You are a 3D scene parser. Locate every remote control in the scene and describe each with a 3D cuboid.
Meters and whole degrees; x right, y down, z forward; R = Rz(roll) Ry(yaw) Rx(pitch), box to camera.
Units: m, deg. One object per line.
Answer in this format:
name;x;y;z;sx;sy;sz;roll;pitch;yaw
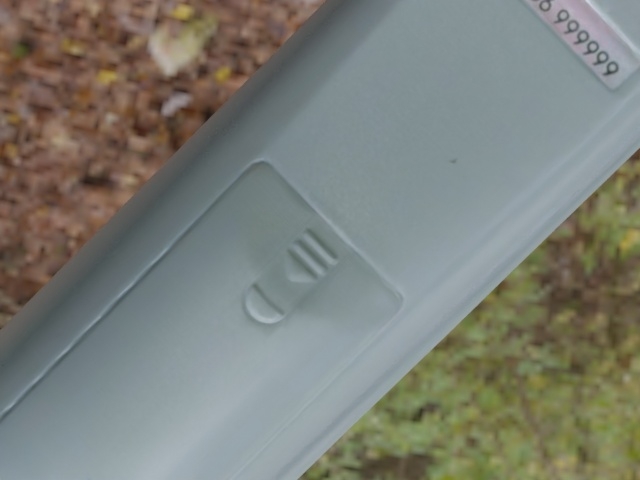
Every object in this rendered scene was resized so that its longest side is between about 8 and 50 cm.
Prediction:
remote control;0.000;0.000;0.575;0.103;0.293;0.051;45;-176;-5
